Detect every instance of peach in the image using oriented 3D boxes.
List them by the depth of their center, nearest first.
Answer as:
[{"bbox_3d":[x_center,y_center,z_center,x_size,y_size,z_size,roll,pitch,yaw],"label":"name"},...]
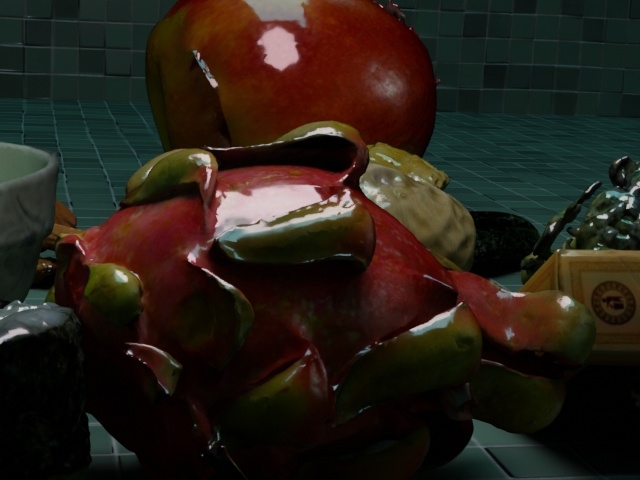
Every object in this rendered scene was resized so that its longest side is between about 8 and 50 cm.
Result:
[{"bbox_3d":[-0.035,-0.189,1.760,0.370,0.370,0.370,3,11,-1],"label":"peach"}]

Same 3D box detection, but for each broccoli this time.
[{"bbox_3d":[0.230,0.053,1.214,0.198,0.177,0.275,-45,5,-30],"label":"broccoli"}]

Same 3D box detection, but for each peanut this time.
[{"bbox_3d":[0.000,0.000,1.274,0.325,0.153,0.140,5,4,-26],"label":"peanut"}]

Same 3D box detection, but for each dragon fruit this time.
[{"bbox_3d":[-0.012,0.062,0.840,0.307,0.243,0.227,39,-13,-6],"label":"dragon fruit"}]

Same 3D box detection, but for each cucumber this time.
[{"bbox_3d":[0.165,0.003,1.516,0.074,0.074,0.241,13,13,42],"label":"cucumber"}]

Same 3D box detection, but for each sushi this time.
[{"bbox_3d":[-0.224,0.097,0.746,0.212,0.115,0.147,-8,13,8],"label":"sushi"}]

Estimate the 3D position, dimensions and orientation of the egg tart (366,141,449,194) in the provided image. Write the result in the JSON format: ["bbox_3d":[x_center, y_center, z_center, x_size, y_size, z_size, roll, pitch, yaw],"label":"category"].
[{"bbox_3d":[0.018,-0.042,1.483,0.252,0.098,0.232,-19,8,35],"label":"egg tart"}]

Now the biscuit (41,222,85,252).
[{"bbox_3d":[-0.274,-0.001,1.411,0.250,0.036,0.165,14,-4,20],"label":"biscuit"}]

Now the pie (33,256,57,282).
[{"bbox_3d":[-0.336,0.025,1.359,0.191,0.033,0.088,3,6,-16],"label":"pie"}]

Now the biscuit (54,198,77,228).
[{"bbox_3d":[-0.417,-0.099,1.531,0.284,0.043,0.306,23,-21,19],"label":"biscuit"}]

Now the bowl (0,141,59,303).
[{"bbox_3d":[-0.359,0.013,1.075,0.307,0.163,0.307,3,12,-1],"label":"bowl"}]

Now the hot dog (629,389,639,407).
[{"bbox_3d":[0.336,0.130,0.895,0.269,0.072,0.109,5,9,7],"label":"hot dog"}]

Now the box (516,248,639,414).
[{"bbox_3d":[0.272,0.070,0.983,0.274,0.076,0.174,1,-22,-10],"label":"box"}]
